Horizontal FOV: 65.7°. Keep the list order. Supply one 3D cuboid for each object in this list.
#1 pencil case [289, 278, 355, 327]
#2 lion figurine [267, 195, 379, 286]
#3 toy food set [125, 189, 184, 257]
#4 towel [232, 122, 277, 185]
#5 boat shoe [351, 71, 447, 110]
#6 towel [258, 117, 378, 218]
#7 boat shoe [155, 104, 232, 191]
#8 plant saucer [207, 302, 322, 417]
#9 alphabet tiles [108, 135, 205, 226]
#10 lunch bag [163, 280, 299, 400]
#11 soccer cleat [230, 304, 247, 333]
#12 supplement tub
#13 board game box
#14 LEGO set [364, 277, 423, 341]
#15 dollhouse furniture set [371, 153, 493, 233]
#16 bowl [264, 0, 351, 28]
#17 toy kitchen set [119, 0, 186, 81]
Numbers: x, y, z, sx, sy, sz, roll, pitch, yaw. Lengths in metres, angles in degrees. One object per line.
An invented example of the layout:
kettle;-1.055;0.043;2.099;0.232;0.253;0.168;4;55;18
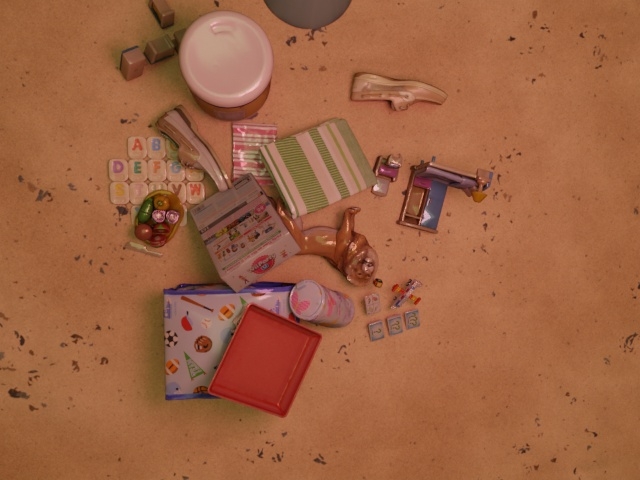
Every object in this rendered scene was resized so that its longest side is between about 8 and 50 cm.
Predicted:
pencil case;0.011;0.194;1.499;0.113;0.273;0.124;-11;72;22
lion figurine;0.000;0.000;1.568;0.391;0.142;0.240;11;100;5
toy food set;-0.501;-0.047;1.497;0.128;0.071;0.218;25;96;-12
towel;-0.206;-0.271;1.559;0.144;0.029;0.197;0;93;-9
boat shoe;0.249;-0.458;1.576;0.302;0.109;0.098;10;97;-3
towel;-0.003;-0.226;1.510;0.324;0.038;0.248;-26;88;-29
boat shoe;-0.377;-0.258;1.480;0.103;0.113;0.302;-34;80;-13
plant saucer;-0.153;0.330;1.372;0.259;0.047;0.259;29;81;-28
alphabet tiles;-0.501;-0.181;1.527;0.283;0.021;0.278;-1;93;-8
lunch bag;-0.252;0.289;1.487;0.385;0.239;0.328;-2;92;-1
soccer cleat;-0.223;0.217;1.365;0.035;0.029;0.083;16;89;-26
supplement tub;-0.256;-0.467;1.386;0.240;0.331;0.241;-1;94;-8
board game box;-0.224;-0.032;1.440;0.224;0.303;0.097;-33;140;-1
LEGO set;0.239;0.219;1.597;0.182;0.060;0.244;-15;120;-7
dollhouse furniture set;0.316;-0.139;1.503;0.286;0.303;0.198;14;91;-9
bowl;-0.031;-0.820;1.483;0.311;0.163;0.312;0;93;-9
toy kitchen set;-0.522;-0.605;1.468;0.207;0.122;0.166;-34;98;-25
